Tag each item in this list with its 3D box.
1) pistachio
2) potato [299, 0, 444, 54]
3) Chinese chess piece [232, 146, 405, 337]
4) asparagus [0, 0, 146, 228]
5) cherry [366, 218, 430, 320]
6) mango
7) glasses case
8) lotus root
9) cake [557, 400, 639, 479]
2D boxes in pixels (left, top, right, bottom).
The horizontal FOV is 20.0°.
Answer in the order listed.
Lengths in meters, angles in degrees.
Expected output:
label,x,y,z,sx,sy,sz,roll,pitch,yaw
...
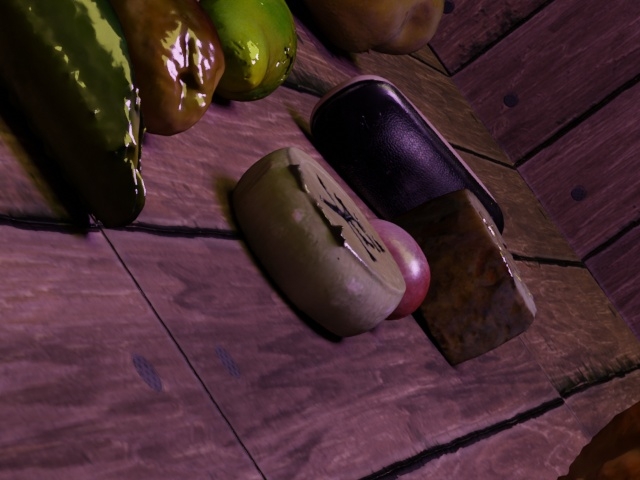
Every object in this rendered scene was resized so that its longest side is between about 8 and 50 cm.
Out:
label,x,y,z,sx,sy,sz,roll,pitch,yaw
pistachio,-0.147,-0.174,1.566,0.110,0.100,0.189,48,14,-44
potato,0.062,-0.389,2.734,0.218,0.202,0.351,46,16,22
Chinese chess piece,0.000,0.000,1.681,0.188,0.083,0.188,48,12,-14
asparagus,-0.217,-0.180,1.313,0.382,0.108,0.128,56,11,4
cherry,0.062,0.025,1.831,0.106,0.087,0.126,56,14,-10
mango,-0.081,-0.202,1.877,0.125,0.111,0.233,45,15,-19
glasses case,0.109,-0.080,2.224,0.314,0.122,0.075,45,20,-33
lotus root,0.158,0.029,2.108,0.138,0.119,0.235,53,12,-32
cake,0.359,0.337,1.620,0.307,0.293,0.314,54,15,-23
